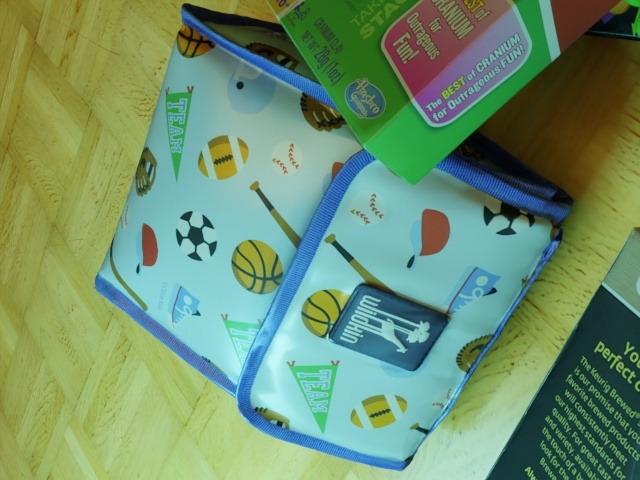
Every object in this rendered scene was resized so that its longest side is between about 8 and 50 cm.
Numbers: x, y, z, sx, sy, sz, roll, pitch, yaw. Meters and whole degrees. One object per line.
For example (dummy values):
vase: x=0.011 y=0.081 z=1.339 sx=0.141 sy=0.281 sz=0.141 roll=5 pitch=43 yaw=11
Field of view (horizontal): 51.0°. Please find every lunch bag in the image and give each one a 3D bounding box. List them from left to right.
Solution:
lunch bag: x=0.000 y=0.000 z=0.664 sx=0.385 sy=0.239 sz=0.328 roll=34 pitch=116 yaw=18

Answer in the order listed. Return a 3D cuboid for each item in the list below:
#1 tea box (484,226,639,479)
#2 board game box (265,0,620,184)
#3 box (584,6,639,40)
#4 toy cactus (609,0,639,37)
tea box: x=0.267 y=0.219 z=0.357 sx=0.329 sy=0.219 sz=0.324 roll=-120 pitch=46 yaw=-56
board game box: x=0.113 y=-0.229 z=0.465 sx=0.316 sy=0.064 sz=0.242 roll=-43 pitch=49 yaw=17
box: x=0.248 y=-0.250 z=0.546 sx=0.116 sy=0.029 sz=0.162 roll=22 pitch=107 yaw=39
toy cactus: x=0.299 y=-0.185 z=0.459 sx=0.180 sy=0.112 sz=0.219 roll=-35 pitch=79 yaw=8
